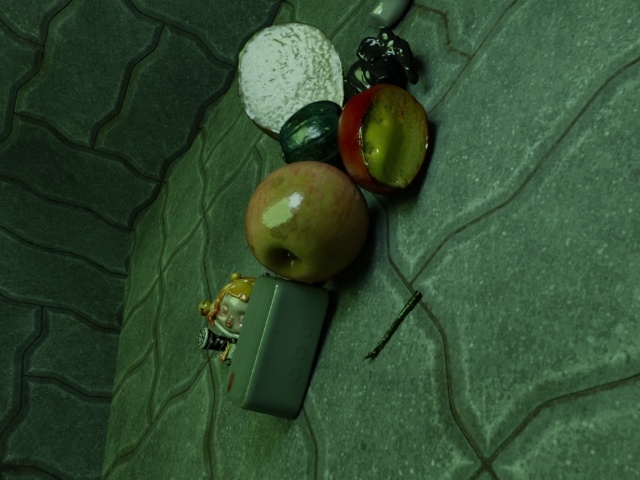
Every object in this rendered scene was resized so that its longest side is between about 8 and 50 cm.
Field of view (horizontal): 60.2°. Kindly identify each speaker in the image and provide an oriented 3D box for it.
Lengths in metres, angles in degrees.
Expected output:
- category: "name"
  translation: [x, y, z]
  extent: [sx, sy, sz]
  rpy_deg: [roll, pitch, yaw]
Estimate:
- category: "speaker"
  translation: [-0.134, 0.310, 1.653]
  extent: [0.183, 0.184, 0.405]
  rpy_deg: [4, 77, 56]

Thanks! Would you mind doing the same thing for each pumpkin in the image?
- category: "pumpkin"
  translation: [0.005, -0.282, 1.831]
  extent: [0.264, 0.293, 0.196]
  rpy_deg: [-26, 52, 8]

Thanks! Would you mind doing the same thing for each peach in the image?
- category: "peach"
  translation: [0.176, -0.280, 1.571]
  extent: [0.281, 0.281, 0.338]
  rpy_deg: [-45, 31, 30]

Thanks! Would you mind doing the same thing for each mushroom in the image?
- category: "mushroom"
  translation: [0.290, -0.933, 2.036]
  extent: [0.328, 0.122, 0.159]
  rpy_deg: [-57, 40, 12]

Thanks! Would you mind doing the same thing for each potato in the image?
- category: "potato"
  translation: [-0.091, -0.556, 2.088]
  extent: [0.319, 0.386, 0.441]
  rpy_deg: [-7, -97, -83]

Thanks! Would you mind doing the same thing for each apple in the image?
- category: "apple"
  translation: [-0.040, -0.046, 1.618]
  extent: [0.364, 0.364, 0.363]
  rpy_deg: [-37, 39, 39]

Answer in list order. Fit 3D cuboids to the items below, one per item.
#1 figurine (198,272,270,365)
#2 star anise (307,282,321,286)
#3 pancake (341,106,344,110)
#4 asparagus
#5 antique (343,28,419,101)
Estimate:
- category: "figurine"
  translation: [-0.270, 0.266, 1.930]
  extent: [0.320, 0.196, 0.322]
  rpy_deg: [23, 98, 18]
- category: "star anise"
  translation: [-0.030, 0.144, 1.792]
  extent: [0.141, 0.042, 0.140]
  rpy_deg: [-25, 58, 47]
- category: "pancake"
  translation: [0.053, -0.417, 1.920]
  extent: [0.108, 0.108, 0.017]
  rpy_deg: [-59, -5, 10]
- category: "asparagus"
  translation: [0.185, 0.222, 1.419]
  extent: [0.023, 0.022, 0.232]
  rpy_deg: [39, 103, 14]
- category: "antique"
  translation: [0.186, -0.526, 1.826]
  extent: [0.322, 0.185, 0.254]
  rpy_deg: [-36, 41, 46]
